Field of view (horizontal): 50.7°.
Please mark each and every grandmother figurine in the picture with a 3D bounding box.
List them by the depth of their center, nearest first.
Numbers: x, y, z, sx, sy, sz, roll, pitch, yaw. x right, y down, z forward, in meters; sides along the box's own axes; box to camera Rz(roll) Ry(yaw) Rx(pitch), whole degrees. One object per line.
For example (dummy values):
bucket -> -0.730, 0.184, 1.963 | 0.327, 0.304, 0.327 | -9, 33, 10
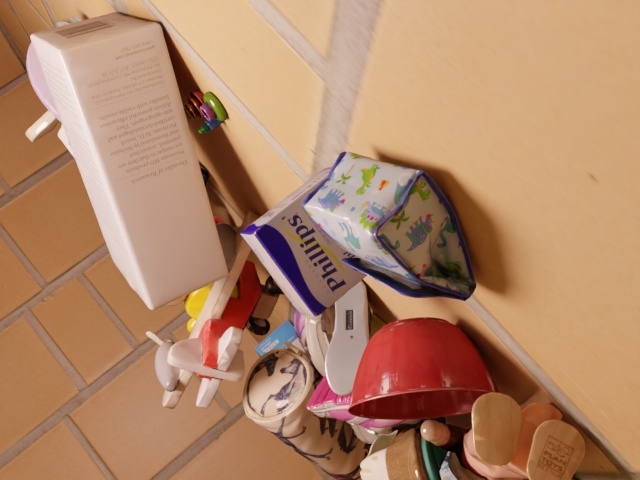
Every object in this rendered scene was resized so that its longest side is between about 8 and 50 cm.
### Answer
grandmother figurine -> 0.230, 0.273, 0.861 | 0.207, 0.104, 0.342 | 33, 164, 12

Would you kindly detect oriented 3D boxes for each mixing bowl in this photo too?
mixing bowl -> 0.120, 0.152, 0.814 | 0.181, 0.181, 0.098 | 84, -177, -65

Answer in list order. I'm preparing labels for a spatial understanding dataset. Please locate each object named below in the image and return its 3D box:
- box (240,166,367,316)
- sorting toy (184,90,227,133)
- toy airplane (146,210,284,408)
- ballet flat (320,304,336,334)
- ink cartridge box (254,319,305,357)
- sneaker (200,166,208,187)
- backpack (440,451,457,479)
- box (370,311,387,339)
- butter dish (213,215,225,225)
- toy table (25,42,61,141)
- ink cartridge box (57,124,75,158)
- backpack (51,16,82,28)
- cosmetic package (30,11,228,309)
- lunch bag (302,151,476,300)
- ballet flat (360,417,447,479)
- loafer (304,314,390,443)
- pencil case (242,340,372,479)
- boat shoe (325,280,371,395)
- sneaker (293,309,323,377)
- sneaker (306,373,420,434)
box -> 0.000, 0.000, 0.798 | 0.126, 0.137, 0.072 | 54, 165, -13
sorting toy -> -0.185, -0.200, 1.062 | 0.102, 0.042, 0.061 | 28, 153, 56
toy airplane -> -0.241, 0.152, 1.401 | 0.272, 0.386, 0.384 | 28, 159, 0
ballet flat -> 0.025, 0.094, 1.127 | 0.058, 0.084, 0.250 | 6, 149, 9
ink cartridge box -> -0.020, 0.401, 1.865 | 0.307, 0.129, 0.223 | 41, 162, 34
sneaker -> -0.333, -0.172, 1.470 | 0.182, 0.127, 0.316 | 9, 132, 50
backpack -> 0.250, 0.438, 1.224 | 0.105, 0.084, 0.114 | 52, 171, -5
box -> 0.118, 0.224, 1.152 | 0.087, 0.058, 0.232 | 37, 159, 42
butter dish -> -0.281, 0.035, 1.589 | 0.160, 0.159, 0.118 | 63, -163, -51
toy table -> -0.590, -0.341, 1.621 | 0.274, 0.252, 0.161 | 60, 148, -3
ink cartridge box -> -0.464, -0.232, 1.392 | 0.104, 0.061, 0.181 | 53, 137, -4
backpack -> -0.500, -0.376, 1.425 | 0.182, 0.115, 0.152 | 41, 145, -10
cosmetic package -> -0.320, -0.137, 1.160 | 0.230, 0.161, 0.454 | 34, 141, 51
lunch bag -> 0.074, -0.004, 0.673 | 0.151, 0.096, 0.128 | 44, 170, -37
ballet flat -> 0.127, 0.332, 1.024 | 0.342, 0.124, 0.116 | -13, -93, -79
loafer -> 0.074, 0.259, 1.324 | 0.111, 0.112, 0.320 | -17, 112, 35
pencil case -> 0.009, 0.378, 1.436 | 0.159, 0.184, 0.410 | 7, 150, 43
boat shoe -> 0.051, 0.152, 1.024 | 0.065, 0.184, 0.083 | 0, 152, 14
sneaker -> -0.003, 0.220, 1.470 | 0.104, 0.095, 0.236 | 47, 162, 41
sneaker -> 0.070, 0.251, 1.049 | 0.111, 0.103, 0.252 | 44, 152, -15
